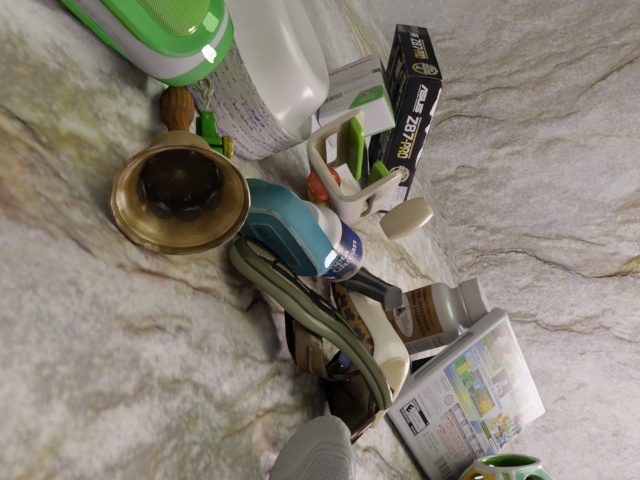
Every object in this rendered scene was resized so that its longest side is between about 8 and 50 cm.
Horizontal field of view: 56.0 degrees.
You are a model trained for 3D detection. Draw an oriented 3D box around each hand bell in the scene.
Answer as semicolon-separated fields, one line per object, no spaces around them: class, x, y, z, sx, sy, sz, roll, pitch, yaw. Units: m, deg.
hand bell;-0.150;-0.107;0.642;0.126;0.126;0.242;56;10;-39

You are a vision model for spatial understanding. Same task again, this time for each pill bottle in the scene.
pill bottle;0.000;0.000;0.947;0.169;0.094;0.094;38;37;-59
pill bottle;0.234;0.159;1.262;0.131;0.230;0.131;-19;90;-73

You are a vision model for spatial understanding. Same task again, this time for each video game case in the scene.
video game case;0.302;0.338;1.227;0.036;0.300;0.328;38;-19;57

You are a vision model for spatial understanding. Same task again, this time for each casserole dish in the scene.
casserole dish;-0.053;-0.006;0.789;0.188;0.114;0.036;56;47;-42

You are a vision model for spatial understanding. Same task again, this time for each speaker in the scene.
speaker;-0.205;-0.280;0.569;0.296;0.131;0.131;45;31;-55

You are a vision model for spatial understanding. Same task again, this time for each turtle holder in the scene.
turtle holder;0.346;0.555;1.198;0.243;0.321;0.227;96;-8;-84

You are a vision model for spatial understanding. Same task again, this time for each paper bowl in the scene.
paper bowl;-0.087;-0.272;0.883;0.284;0.148;0.284;-20;90;-73

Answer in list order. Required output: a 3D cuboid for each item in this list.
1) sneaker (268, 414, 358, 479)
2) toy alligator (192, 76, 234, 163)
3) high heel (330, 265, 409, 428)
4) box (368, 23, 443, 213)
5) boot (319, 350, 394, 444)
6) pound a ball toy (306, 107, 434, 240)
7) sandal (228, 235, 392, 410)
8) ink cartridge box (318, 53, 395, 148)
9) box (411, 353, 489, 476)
sneaker;0.012;0.336;0.642;0.153;0.101;0.268;56;29;-41
toy alligator;-0.138;-0.112;0.730;0.051;0.056;0.189;120;-34;-53
high heel;0.067;0.172;1.041;0.186;0.093;0.260;26;-66;59
box;0.205;-0.313;1.572;0.318;0.097;0.394;-91;-171;-50
boot;0.025;0.229;0.854;0.106;0.082;0.219;45;20;11
pound a ball toy;0.060;-0.072;1.000;0.208;0.136;0.319;60;-2;6
sandal;-0.018;0.117;0.786;0.303;0.086;0.120;45;1;-16
ink cartridge box;0.085;-0.336;1.437;0.219;0.161;0.092;-87;154;-49
box;0.312;0.423;1.440;0.184;0.103;0.261;-90;155;-52
